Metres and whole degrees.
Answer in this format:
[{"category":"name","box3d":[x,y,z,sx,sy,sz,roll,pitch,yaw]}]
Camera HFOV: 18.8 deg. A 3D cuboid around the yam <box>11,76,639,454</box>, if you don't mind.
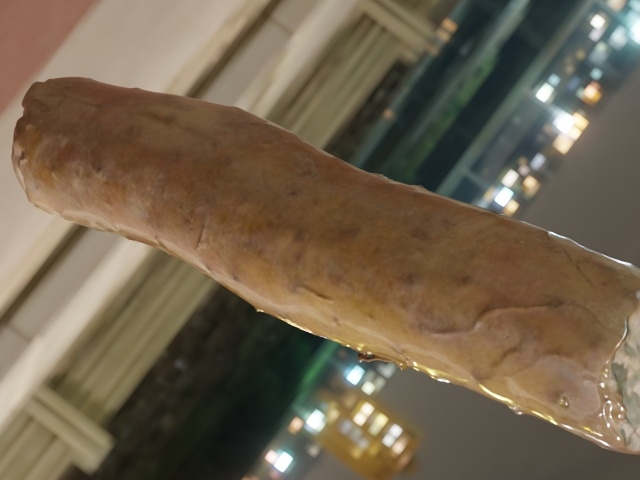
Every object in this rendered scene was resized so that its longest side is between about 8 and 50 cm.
[{"category":"yam","box3d":[0.000,0.000,0.557,0.056,0.241,0.057,-27,127,-42]}]
